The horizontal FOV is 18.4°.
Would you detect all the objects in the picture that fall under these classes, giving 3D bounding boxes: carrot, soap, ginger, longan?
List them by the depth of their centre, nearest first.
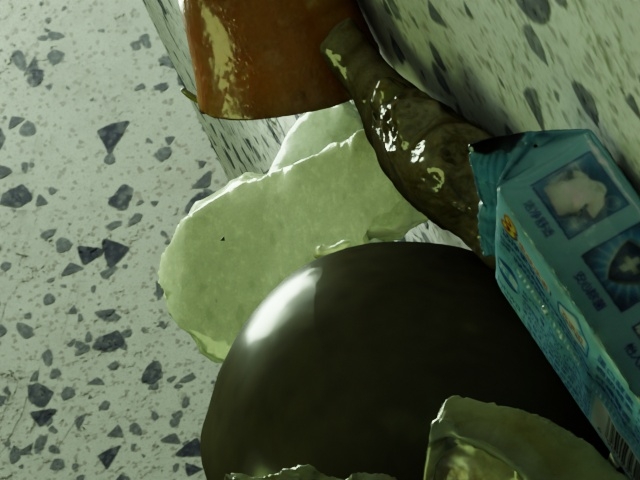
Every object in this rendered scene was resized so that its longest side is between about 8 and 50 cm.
[{"bbox_3d":[0.190,0.069,1.145,0.293,0.077,0.156,58,172,21],"label":"soap"},{"bbox_3d":[0.068,0.132,1.430,0.288,0.288,0.350,61,-152,2],"label":"longan"},{"bbox_3d":[0.087,-0.054,1.442,0.166,0.080,0.333,58,173,-25],"label":"ginger"},{"bbox_3d":[-0.046,-0.223,1.614,0.159,0.159,0.225,-139,35,-74],"label":"carrot"}]

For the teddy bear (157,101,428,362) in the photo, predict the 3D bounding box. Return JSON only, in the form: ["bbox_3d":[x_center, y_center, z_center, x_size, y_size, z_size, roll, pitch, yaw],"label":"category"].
[{"bbox_3d":[0.039,0.029,1.899,0.362,0.375,0.327,5,-100,-53],"label":"teddy bear"}]

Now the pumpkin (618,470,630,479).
[{"bbox_3d":[0.220,0.246,1.266,0.211,0.152,0.212,30,140,29],"label":"pumpkin"}]

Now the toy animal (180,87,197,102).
[{"bbox_3d":[-0.022,-0.178,1.781,0.155,0.219,0.095,0,106,42],"label":"toy animal"}]

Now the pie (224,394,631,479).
[{"bbox_3d":[0.090,0.239,1.204,0.337,0.075,0.338,16,126,24],"label":"pie"}]

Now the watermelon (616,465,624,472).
[{"bbox_3d":[0.235,0.199,1.396,0.078,0.078,0.111,55,170,49],"label":"watermelon"}]

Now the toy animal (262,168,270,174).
[{"bbox_3d":[0.001,0.017,2.332,0.343,0.106,0.168,-140,50,-65],"label":"toy animal"}]
